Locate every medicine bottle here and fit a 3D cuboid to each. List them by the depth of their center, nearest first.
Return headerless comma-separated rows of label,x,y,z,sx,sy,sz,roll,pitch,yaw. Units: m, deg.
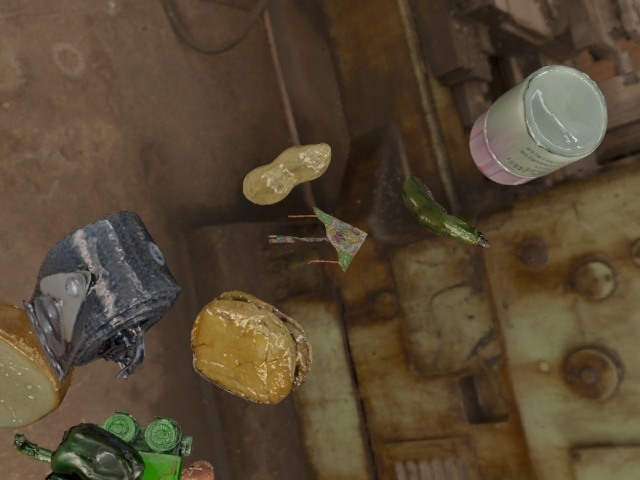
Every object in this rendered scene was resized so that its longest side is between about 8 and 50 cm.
medicine bottle,0.298,-0.155,0.970,0.135,0.168,0.135,3,79,-15

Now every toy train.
toy train,-0.433,0.516,1.654,0.243,0.132,0.188,7,67,-5

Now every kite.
kite,0.000,0.000,1.556,0.244,0.006,0.198,-5,54,-24

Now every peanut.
peanut,-0.061,-0.125,1.289,0.082,0.187,0.082,57,9,-15

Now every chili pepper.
chili pepper,-0.504,0.462,1.440,0.165,0.261,0.173,-39,150,-66

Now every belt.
belt,-0.211,0.068,0.695,0.122,0.218,0.128,-24,79,-33

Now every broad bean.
broad bean,0.152,-0.041,0.948,0.061,0.046,0.195,14,21,-35

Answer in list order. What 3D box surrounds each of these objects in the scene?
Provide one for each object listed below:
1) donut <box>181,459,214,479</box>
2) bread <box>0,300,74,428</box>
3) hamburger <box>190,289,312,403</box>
donut,-0.411,0.672,1.962,0.233,0.199,0.085,8,87,-14
bread,-0.501,0.195,1.078,0.236,0.236,0.070,50,27,-28
hamburger,-0.155,0.250,1.604,0.283,0.259,0.144,30,29,15
